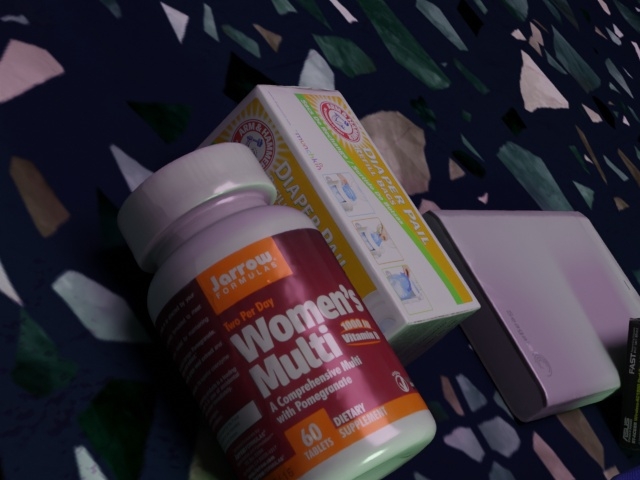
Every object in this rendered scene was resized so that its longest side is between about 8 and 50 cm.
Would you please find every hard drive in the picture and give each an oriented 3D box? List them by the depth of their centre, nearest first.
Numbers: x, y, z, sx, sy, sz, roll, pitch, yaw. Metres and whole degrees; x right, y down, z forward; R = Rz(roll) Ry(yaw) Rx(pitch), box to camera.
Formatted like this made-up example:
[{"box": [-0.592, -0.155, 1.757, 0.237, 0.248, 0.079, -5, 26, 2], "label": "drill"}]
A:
[{"box": [0.226, 0.061, 1.147, 0.307, 0.040, 0.203, -1, 56, -53], "label": "hard drive"}]

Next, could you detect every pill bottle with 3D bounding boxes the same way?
[{"box": [-0.033, 0.056, 0.740, 0.121, 0.121, 0.221, -8, 62, -55], "label": "pill bottle"}]

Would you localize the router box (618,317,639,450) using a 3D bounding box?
[{"box": [0.321, 0.131, 1.124, 0.092, 0.038, 0.122, -3, 98, -52], "label": "router box"}]

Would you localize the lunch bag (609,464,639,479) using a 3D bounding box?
[{"box": [0.300, 0.315, 0.763, 0.328, 0.239, 0.385, -7, 70, -57], "label": "lunch bag"}]

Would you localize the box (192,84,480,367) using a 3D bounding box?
[{"box": [0.000, 0.000, 0.853, 0.103, 0.114, 0.203, -6, 59, -55], "label": "box"}]
